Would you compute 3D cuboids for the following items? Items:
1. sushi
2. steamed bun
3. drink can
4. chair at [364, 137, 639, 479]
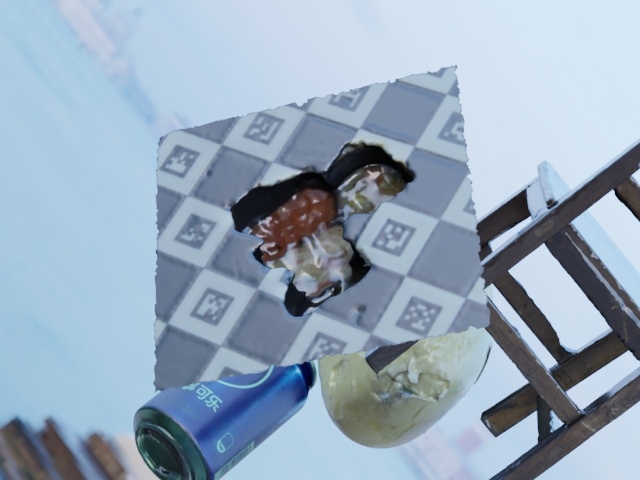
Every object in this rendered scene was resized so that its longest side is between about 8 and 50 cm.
[{"bbox_3d":[0.000,0.000,1.143,0.047,0.231,0.220,61,21,-53],"label":"sushi"},{"bbox_3d":[0.112,0.105,1.881,0.166,0.232,0.273,20,47,-25],"label":"steamed bun"},{"bbox_3d":[-0.103,0.182,1.802,0.118,0.205,0.118,28,-43,29],"label":"drink can"},{"bbox_3d":[0.262,0.019,1.472,0.203,0.416,0.240,51,13,-2],"label":"chair"}]
